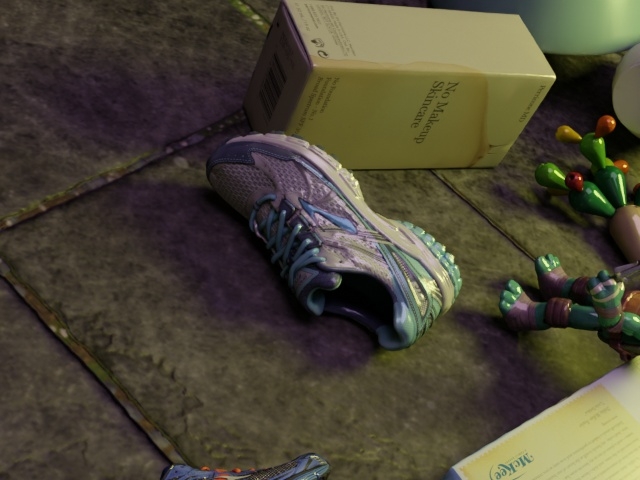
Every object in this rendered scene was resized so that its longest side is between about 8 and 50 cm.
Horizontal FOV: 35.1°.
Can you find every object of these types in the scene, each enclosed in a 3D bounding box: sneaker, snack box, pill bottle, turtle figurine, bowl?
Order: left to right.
[{"bbox_3d":[-0.085,0.202,0.778,0.221,0.083,0.087,-12,48,-37],"label":"sneaker"},{"bbox_3d":[0.000,0.000,0.982,0.283,0.110,0.122,33,48,6],"label":"sneaker"},{"bbox_3d":[0.316,-0.388,1.380,0.311,0.163,0.311,5,34,-3],"label":"bowl"},{"bbox_3d":[0.273,0.231,0.929,0.322,0.060,0.187,-19,59,-37],"label":"snack box"},{"bbox_3d":[0.307,0.060,1.002,0.175,0.234,0.118,-8,97,-47],"label":"turtle figurine"},{"bbox_3d":[0.481,-0.209,1.343,0.146,0.146,0.264,45,38,18],"label":"pill bottle"}]

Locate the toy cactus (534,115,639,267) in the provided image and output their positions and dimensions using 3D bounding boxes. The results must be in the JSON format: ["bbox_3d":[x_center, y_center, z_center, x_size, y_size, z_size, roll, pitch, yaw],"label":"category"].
[{"bbox_3d":[0.368,-0.057,1.220,0.219,0.112,0.180,4,58,-35],"label":"toy cactus"}]

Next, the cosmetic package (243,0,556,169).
[{"bbox_3d":[0.086,-0.170,1.141,0.309,0.160,0.113,-3,52,-25],"label":"cosmetic package"}]
